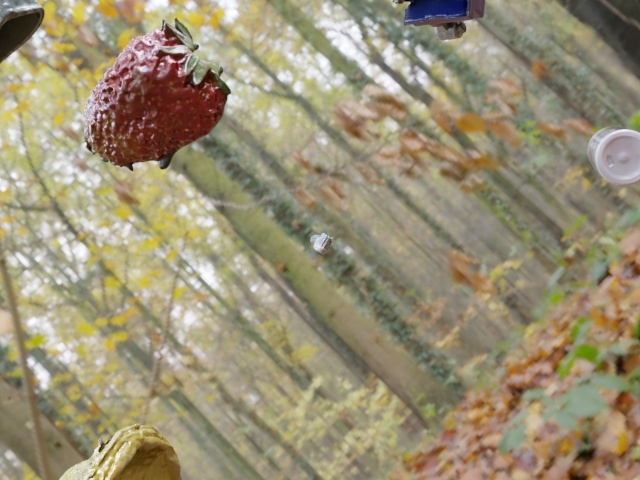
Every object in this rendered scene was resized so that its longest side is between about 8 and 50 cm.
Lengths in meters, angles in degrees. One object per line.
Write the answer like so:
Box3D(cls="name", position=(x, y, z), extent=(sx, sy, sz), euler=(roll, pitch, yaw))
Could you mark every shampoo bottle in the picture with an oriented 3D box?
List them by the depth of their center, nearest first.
Box3D(cls="shampoo bottle", position=(0.512, -0.151, 1.667), extent=(0.092, 0.092, 0.303), euler=(-49, -4, 13))

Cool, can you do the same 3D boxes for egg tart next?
Box3D(cls="egg tart", position=(-0.301, 0.400, 1.341), extent=(0.294, 0.123, 0.294), euler=(2, -90, -67))

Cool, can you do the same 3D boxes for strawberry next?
Box3D(cls="strawberry", position=(-0.324, -0.242, 1.749), extent=(0.306, 0.233, 0.138), euler=(-41, -12, 13))

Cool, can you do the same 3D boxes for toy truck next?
Box3D(cls="toy truck", position=(0.195, -0.421, 1.441), extent=(0.177, 0.161, 0.213), euler=(18, -102, -54))

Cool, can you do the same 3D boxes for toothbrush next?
Box3D(cls="toothbrush", position=(0.000, 0.000, 1.304), extent=(0.025, 0.019, 0.276), euler=(-60, 2, 1))

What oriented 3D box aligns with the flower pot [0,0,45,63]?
Box3D(cls="flower pot", position=(-0.522, -0.320, 1.458), extent=(0.229, 0.108, 0.103), euler=(-35, -2, 32))
